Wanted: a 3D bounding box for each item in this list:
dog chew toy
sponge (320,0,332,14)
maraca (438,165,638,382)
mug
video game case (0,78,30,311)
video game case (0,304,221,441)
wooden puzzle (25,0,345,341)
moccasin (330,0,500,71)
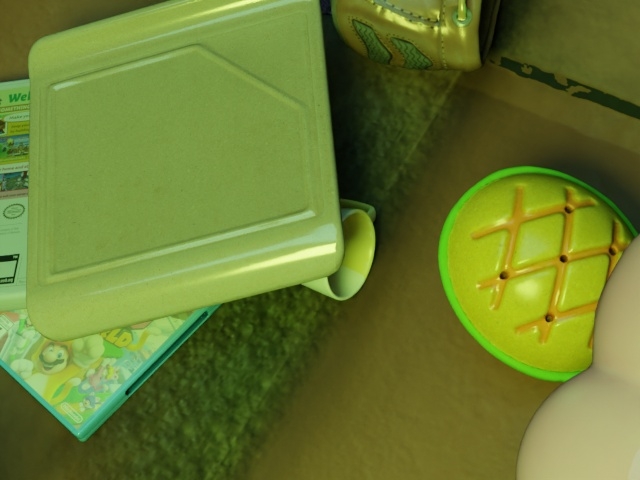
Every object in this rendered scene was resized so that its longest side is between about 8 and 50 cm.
[{"bbox_3d":[0.207,0.132,1.114,0.206,0.206,0.332,35,83,29],"label":"dog chew toy"},{"bbox_3d":[0.037,-0.281,1.431,0.031,0.117,0.210,15,66,25],"label":"sponge"},{"bbox_3d":[0.158,0.034,1.237,0.185,0.099,0.127,43,80,4],"label":"maraca"},{"bbox_3d":[-0.002,0.003,1.327,0.064,0.078,0.062,13,98,31],"label":"mug"},{"bbox_3d":[-0.165,-0.040,1.392,0.212,0.023,0.193,-6,56,18],"label":"video game case"},{"bbox_3d":[-0.145,0.045,1.359,0.166,0.015,0.119,-45,60,-12],"label":"video game case"},{"bbox_3d":[-0.095,-0.057,1.337,0.221,0.044,0.239,-14,59,13],"label":"wooden puzzle"},{"bbox_3d":[0.133,-0.294,1.400,0.147,0.139,0.380,14,66,21],"label":"moccasin"}]
